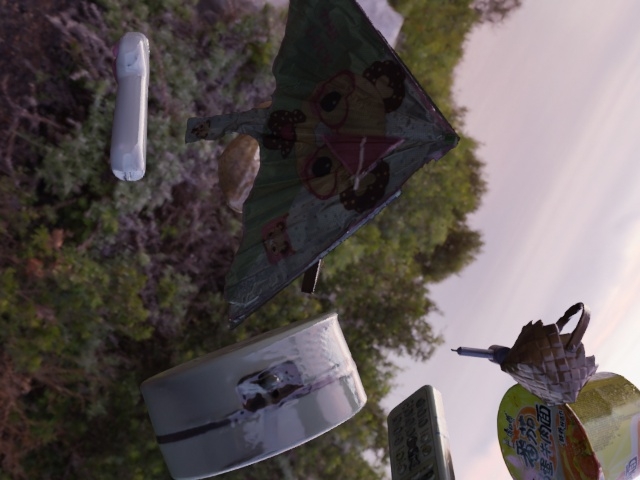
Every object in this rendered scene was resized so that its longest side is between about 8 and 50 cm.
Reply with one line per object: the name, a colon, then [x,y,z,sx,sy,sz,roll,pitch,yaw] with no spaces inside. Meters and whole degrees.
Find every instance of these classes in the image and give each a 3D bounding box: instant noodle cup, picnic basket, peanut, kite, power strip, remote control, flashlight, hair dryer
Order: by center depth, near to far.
kite: [-0.013,-0.082,0.620,0.013,0.267,0.323,17,85,-52]
flashlight: [-0.240,-0.167,1.005,0.093,0.047,0.201,106,-17,-67]
power strip: [-0.101,0.240,1.259,0.357,0.162,0.357,-20,177,-1]
peanut: [-0.100,-0.137,1.291,0.085,0.104,0.228,-26,-151,49]
picnic basket: [0.415,0.185,1.395,0.178,0.137,0.128,-53,-179,-23]
hair dryer: [0.293,0.207,1.477,0.063,0.114,0.037,160,-63,-82]
remote control: [0.190,0.409,1.493,0.128,0.065,0.335,-40,-160,20]
instant noodle cup: [0.489,0.370,1.512,0.200,0.264,0.264,-12,138,-28]

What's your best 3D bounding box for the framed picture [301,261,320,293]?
framed picture: [0.000,0.000,1.393,0.168,0.023,0.128,-70,173,-66]
